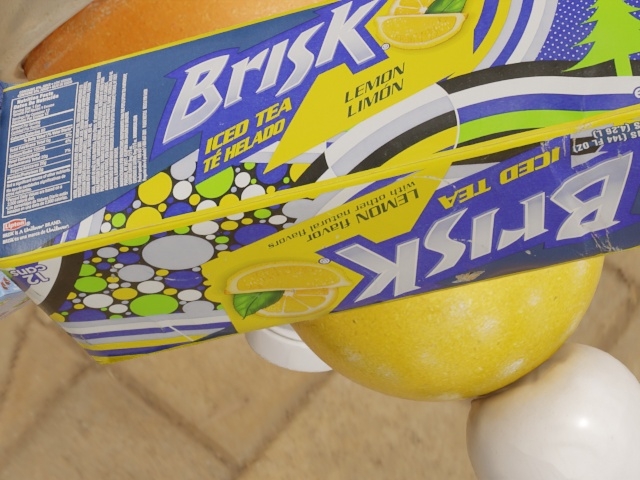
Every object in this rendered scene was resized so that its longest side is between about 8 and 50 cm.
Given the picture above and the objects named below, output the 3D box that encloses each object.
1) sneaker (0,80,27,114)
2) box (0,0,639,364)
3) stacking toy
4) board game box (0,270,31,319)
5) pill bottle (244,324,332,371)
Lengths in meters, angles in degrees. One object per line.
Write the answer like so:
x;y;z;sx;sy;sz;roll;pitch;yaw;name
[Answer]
-0.339;-0.291;1.670;0.130;0.147;0.330;-8;65;3;sneaker
0.011;-0.021;0.362;0.169;0.059;0.054;-12;58;15;box
0.052;-0.019;0.931;0.350;0.350;0.480;-30;94;-6;stacking toy
-0.441;0.086;1.989;0.160;0.211;0.039;-30;88;11;board game box
0.000;0.000;1.759;0.160;0.283;0.160;9;29;-5;pill bottle
